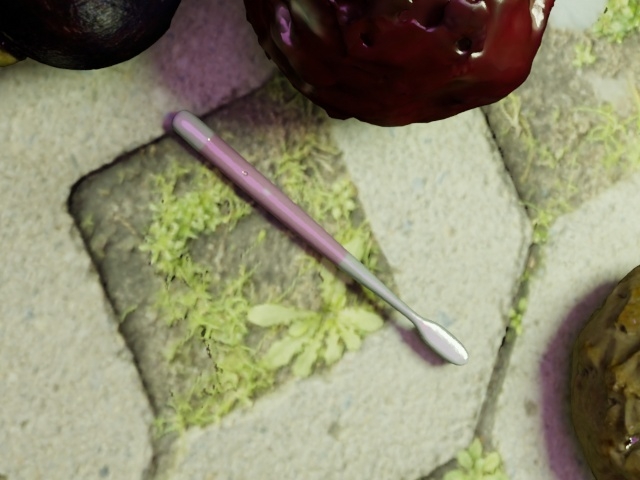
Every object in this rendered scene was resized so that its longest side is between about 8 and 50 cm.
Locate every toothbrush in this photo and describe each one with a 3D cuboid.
[{"bbox_3d":[0.000,0.000,0.821,0.286,0.025,0.020,41,80,-2],"label":"toothbrush"}]

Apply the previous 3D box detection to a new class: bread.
[{"bbox_3d":[0.301,0.121,0.814,0.230,0.123,0.230,1,85,-12],"label":"bread"}]

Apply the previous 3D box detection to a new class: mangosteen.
[{"bbox_3d":[-0.194,-0.204,0.737,0.230,0.194,0.194,-16,86,14],"label":"mangosteen"}]

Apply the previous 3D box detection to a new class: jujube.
[{"bbox_3d":[0.024,-0.265,0.736,0.258,0.258,0.376,-9,87,-12],"label":"jujube"}]
